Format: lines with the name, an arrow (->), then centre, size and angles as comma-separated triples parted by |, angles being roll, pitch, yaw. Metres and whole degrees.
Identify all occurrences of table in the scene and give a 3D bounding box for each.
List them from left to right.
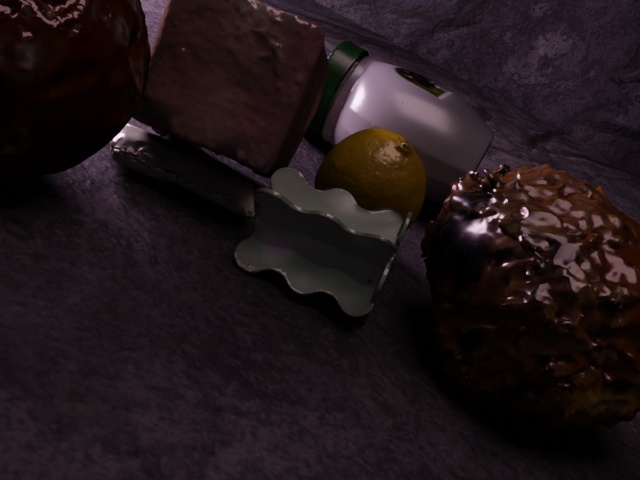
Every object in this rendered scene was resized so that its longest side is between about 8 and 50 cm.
table -> 0.000, 0.000, 1.134 | 0.198, 0.167, 0.166 | 23, 21, 4

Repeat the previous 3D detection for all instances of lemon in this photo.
lemon -> 0.082, -0.085, 1.348 | 0.178, 0.203, 0.178 | 21, 44, -22

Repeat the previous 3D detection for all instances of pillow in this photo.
pillow -> -0.197, -0.105, 1.233 | 0.229, 0.051, 0.128 | 24, 22, -17

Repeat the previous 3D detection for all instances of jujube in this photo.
jujube -> -0.346, -0.227, 1.022 | 0.276, 0.276, 0.377 | 23, 30, -17

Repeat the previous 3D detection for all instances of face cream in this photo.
face cream -> 0.154, -0.226, 1.708 | 0.356, 0.220, 0.312 | 30, 23, 7

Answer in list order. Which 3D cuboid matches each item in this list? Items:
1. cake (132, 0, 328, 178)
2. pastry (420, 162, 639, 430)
cake -> -0.124, -0.232, 1.262 | 0.236, 0.230, 0.309 | 21, 1, 0
pastry -> 0.303, 0.082, 1.160 | 0.337, 0.292, 0.405 | -13, 58, -47
